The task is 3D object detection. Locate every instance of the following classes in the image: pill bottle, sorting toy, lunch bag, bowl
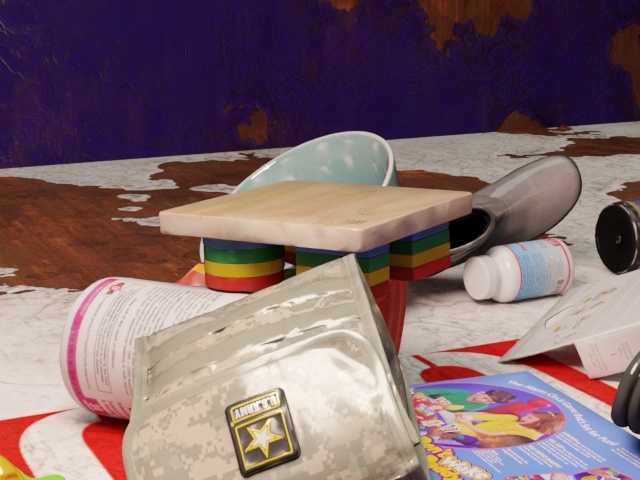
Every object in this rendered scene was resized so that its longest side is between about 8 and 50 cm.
[{"bbox_3d":[0.581,-0.012,2.096,0.219,0.123,0.123,-5,13,-22],"label":"pill bottle"},{"bbox_3d":[-0.131,0.130,1.376,0.283,0.161,0.160,4,13,31],"label":"pill bottle"},{"bbox_3d":[0.000,0.000,1.389,0.255,0.090,0.257,5,13,32],"label":"sorting toy"},{"bbox_3d":[-0.038,0.162,1.092,0.235,0.169,0.287,-22,24,4],"label":"lunch bag"},{"bbox_3d":[0.001,0.002,1.800,0.311,0.163,0.312,-25,30,16],"label":"bowl"},{"bbox_3d":[0.302,0.047,1.918,0.160,0.087,0.087,-7,14,-29],"label":"pill bottle"}]

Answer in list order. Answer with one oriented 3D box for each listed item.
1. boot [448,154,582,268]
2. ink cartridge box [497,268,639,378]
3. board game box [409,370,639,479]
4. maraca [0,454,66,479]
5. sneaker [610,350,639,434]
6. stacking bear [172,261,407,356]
[{"bbox_3d":[0.262,-0.030,1.940,0.338,0.118,0.223,-31,-6,5],"label":"boot"},{"bbox_3d":[0.396,0.105,1.658,0.238,0.060,0.275,-22,6,37],"label":"ink cartridge box"},{"bbox_3d":[0.175,0.221,1.169,0.233,0.078,0.347,-5,13,-19],"label":"board game box"},{"bbox_3d":[-0.300,0.233,1.093,0.185,0.099,0.127,13,39,-10],"label":"maraca"},{"bbox_3d":[0.364,0.159,1.161,0.146,0.105,0.295,29,2,33],"label":"sneaker"},{"bbox_3d":[-0.062,0.100,1.510,0.288,0.164,0.175,7,13,22],"label":"stacking bear"}]
